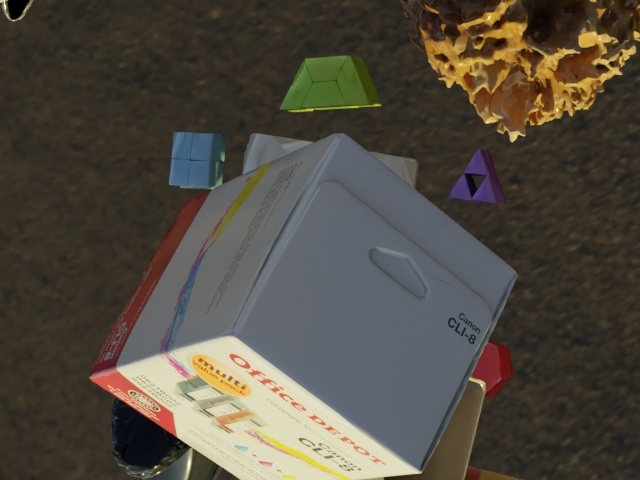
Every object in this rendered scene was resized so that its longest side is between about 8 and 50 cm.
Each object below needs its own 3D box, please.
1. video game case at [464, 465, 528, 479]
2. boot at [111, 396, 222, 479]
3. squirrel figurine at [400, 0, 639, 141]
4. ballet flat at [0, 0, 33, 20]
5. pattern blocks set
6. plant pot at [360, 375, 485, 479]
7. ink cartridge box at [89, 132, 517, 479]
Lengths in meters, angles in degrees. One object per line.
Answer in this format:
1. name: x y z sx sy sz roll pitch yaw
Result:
1. video game case: 0.101 0.246 1.177 0.285 0.204 0.025 13 136 13
2. boot: -0.152 0.188 1.645 0.094 0.207 0.246 31 112 12
3. squirrel figurine: 0.173 -0.253 1.010 0.281 0.397 0.370 37 169 42
4. ballet flat: -0.289 -0.274 1.701 0.173 0.057 0.049 148 118 -63
5. pattern blocks set: 0.000 0.000 1.274 0.325 0.026 0.285 -8 80 38
6. plant pot: 0.026 0.121 1.017 0.096 0.109 0.109 10 80 31
7. ink cartridge box: -0.012 0.044 0.881 0.128 0.127 0.176 37 153 -18
